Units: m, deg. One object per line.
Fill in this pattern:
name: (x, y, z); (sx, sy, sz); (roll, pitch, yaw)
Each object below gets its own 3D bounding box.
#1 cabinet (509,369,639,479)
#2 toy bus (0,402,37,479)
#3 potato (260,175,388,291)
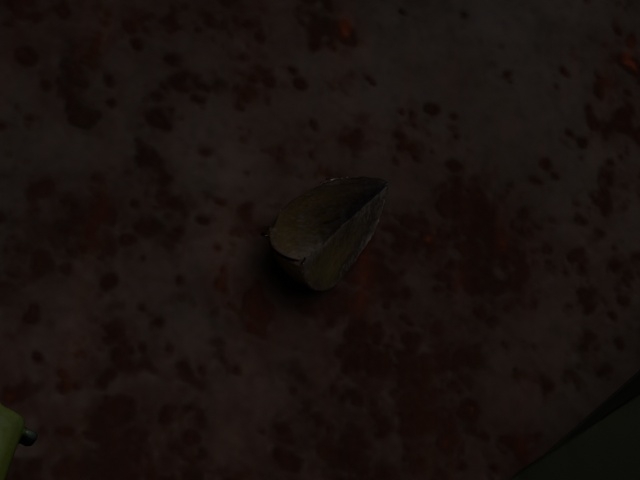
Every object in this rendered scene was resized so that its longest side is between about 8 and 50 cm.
cabinet: (0.234, 0.101, 0.784); (0.206, 0.145, 0.150); (-35, 81, -31)
toy bus: (-0.182, 0.135, 0.629); (0.088, 0.101, 0.175); (22, 58, -11)
potato: (-0.001, 0.000, 0.808); (0.037, 0.036, 0.093); (13, 33, 25)
